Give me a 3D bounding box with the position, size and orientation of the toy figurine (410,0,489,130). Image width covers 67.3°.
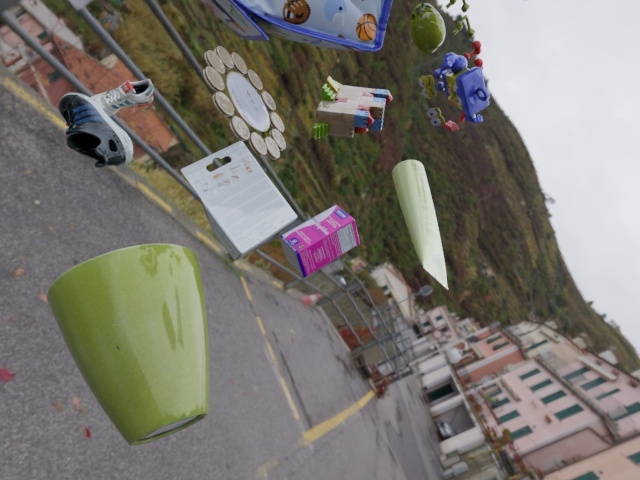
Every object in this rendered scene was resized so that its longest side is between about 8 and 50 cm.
[{"bbox_3d":[0.381,-0.435,1.239,0.362,0.191,0.217,65,-2,-35],"label":"toy figurine"}]

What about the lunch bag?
[{"bbox_3d":[-0.086,-0.520,0.969,0.328,0.386,0.238,-130,-130,-57],"label":"lunch bag"}]

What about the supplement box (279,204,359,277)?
[{"bbox_3d":[0.000,0.000,1.519,0.111,0.220,0.113,42,-25,45],"label":"supplement box"}]

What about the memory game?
[{"bbox_3d":[-0.110,-0.205,0.723,0.186,0.012,0.186,46,30,-38],"label":"memory game"}]

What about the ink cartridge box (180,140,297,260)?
[{"bbox_3d":[-0.190,-0.096,1.127,0.232,0.189,0.066,51,-37,3],"label":"ink cartridge box"}]

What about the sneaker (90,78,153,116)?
[{"bbox_3d":[-0.449,-0.326,1.074,0.057,0.161,0.075,61,-30,5],"label":"sneaker"}]

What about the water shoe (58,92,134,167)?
[{"bbox_3d":[-0.424,-0.203,0.863,0.203,0.073,0.080,35,37,20],"label":"water shoe"}]

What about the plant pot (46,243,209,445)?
[{"bbox_3d":[-0.313,0.200,0.876,0.293,0.275,0.275,64,7,21],"label":"plant pot"}]

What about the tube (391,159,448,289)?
[{"bbox_3d":[0.172,-0.035,0.831,0.062,0.070,0.240,111,-23,-52],"label":"tube"}]

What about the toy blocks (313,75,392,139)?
[{"bbox_3d":[0.138,-0.505,1.882,0.381,0.261,0.190,-71,167,-51],"label":"toy blocks"}]
